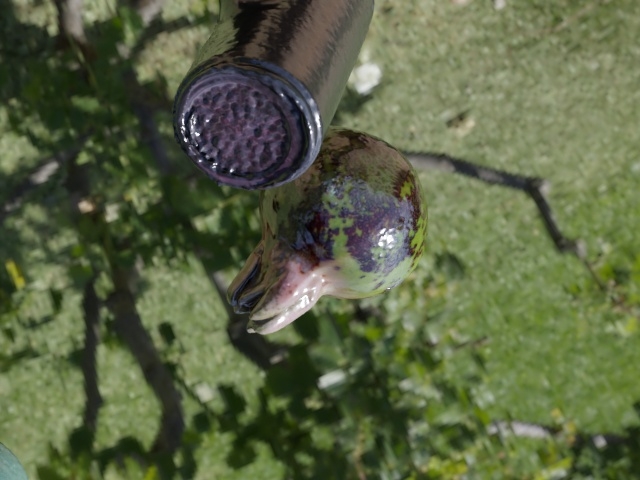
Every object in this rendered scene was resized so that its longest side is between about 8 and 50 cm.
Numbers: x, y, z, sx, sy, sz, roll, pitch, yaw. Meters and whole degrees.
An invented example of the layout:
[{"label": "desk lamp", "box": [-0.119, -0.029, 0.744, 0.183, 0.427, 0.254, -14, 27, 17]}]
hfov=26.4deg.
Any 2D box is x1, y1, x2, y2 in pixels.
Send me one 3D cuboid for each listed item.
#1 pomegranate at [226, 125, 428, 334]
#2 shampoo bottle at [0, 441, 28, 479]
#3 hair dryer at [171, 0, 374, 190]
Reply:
[{"label": "pomegranate", "box": [-0.004, -0.011, 0.986, 0.163, 0.125, 0.138, -22, 160, -12]}, {"label": "shampoo bottle", "box": [-0.260, 0.277, 0.846, 0.222, 0.151, 0.349, 5, 104, -16]}, {"label": "hair dryer", "box": [-0.059, -0.173, 0.775, 0.089, 0.197, 0.251, -17, 118, 23]}]
